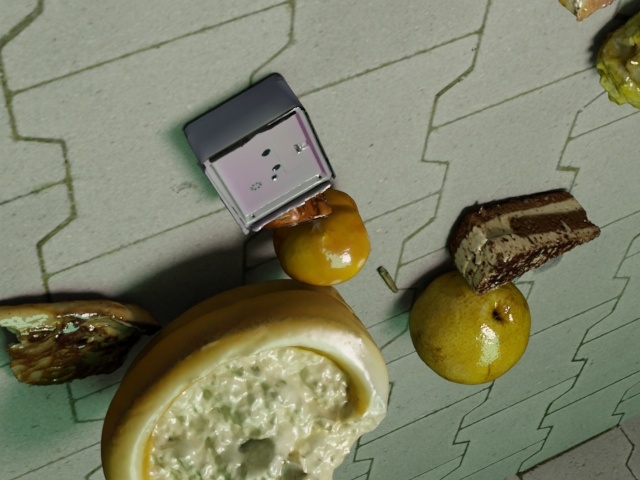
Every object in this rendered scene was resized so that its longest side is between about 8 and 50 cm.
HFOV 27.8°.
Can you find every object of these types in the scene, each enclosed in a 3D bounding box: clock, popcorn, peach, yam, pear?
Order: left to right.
[{"bbox_3d":[-0.073,-0.103,1.607,0.145,0.073,0.193,-30,152,-2],"label":"clock"},{"bbox_3d":[0.000,0.000,1.782,0.138,0.138,0.138,-24,152,-14],"label":"peach"},{"bbox_3d":[0.113,0.066,2.139,0.014,0.014,0.107,-33,153,3],"label":"yam"},{"bbox_3d":[0.259,0.141,2.209,0.209,0.208,0.209,-24,152,-14],"label":"pear"},{"bbox_3d":[0.475,-0.258,1.850,0.173,0.142,0.173,-49,168,-14],"label":"popcorn"}]

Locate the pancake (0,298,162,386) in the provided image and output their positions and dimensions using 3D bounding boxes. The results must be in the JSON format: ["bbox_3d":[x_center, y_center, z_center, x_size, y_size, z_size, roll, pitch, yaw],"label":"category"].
[{"bbox_3d":[-0.323,0.126,1.758,0.212,0.056,0.257,-18,158,-10],"label":"pancake"}]

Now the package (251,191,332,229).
[{"bbox_3d":[-0.047,-0.055,1.720,0.111,0.077,0.033,-17,153,-5],"label":"package"}]

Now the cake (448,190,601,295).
[{"bbox_3d":[0.329,0.004,2.154,0.246,0.112,0.135,-13,150,-38],"label":"cake"}]

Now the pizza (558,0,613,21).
[{"bbox_3d":[0.297,-0.362,1.537,0.305,0.086,0.161,14,107,-57],"label":"pizza"}]

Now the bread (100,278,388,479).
[{"bbox_3d":[-0.104,0.240,1.829,0.424,0.329,0.245,-40,-170,8],"label":"bread"}]
